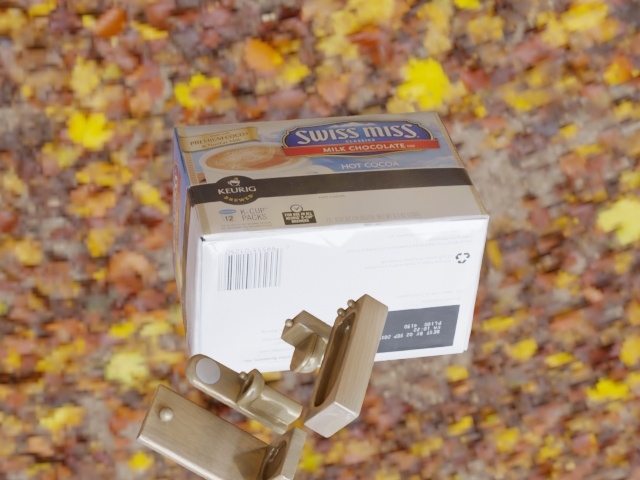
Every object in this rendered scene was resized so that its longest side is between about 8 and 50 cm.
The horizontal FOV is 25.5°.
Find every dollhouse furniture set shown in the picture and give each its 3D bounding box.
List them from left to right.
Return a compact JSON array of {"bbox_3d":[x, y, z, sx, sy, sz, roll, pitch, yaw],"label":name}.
[{"bbox_3d":[-0.048,0.111,1.184,0.123,0.144,0.151,31,139,-16],"label":"dollhouse furniture set"}]

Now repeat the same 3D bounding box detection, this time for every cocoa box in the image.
[{"bbox_3d":[0.000,0.000,1.740,0.347,0.228,0.231,-4,130,-12],"label":"cocoa box"}]
